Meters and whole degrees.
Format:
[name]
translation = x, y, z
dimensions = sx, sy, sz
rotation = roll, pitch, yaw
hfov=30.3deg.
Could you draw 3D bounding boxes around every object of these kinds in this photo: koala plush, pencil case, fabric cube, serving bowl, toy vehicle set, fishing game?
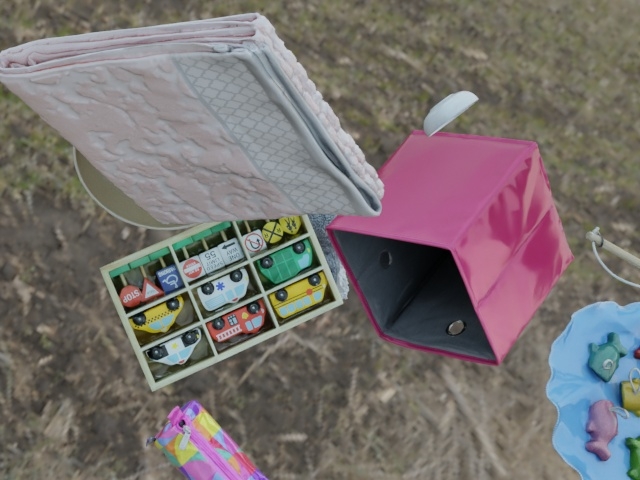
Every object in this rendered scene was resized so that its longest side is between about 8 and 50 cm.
[koala plush]
translation = 0.000, 0.000, 2.398
dimensions = 0.196, 0.221, 0.203
rotation = 25, 31, 31
[pencil case]
translation = -0.152, 0.349, 1.791
dimensions = 0.236, 0.104, 0.104
rotation = 45, 32, -2
[fabric cube]
translation = 0.214, 0.007, 1.901
dimensions = 0.258, 0.254, 0.259
rotation = -49, 129, -31
[serving bowl]
translation = 0.166, -0.170, 1.545
dimensions = 0.027, 0.083, 0.083
rotation = 54, 33, 2
[toy vehicle set]
translation = -0.123, 0.057, 1.486
dimensions = 0.166, 0.266, 0.035
rotation = 67, -10, -5
[fishing game]
translation = 0.252, 0.133, 0.903
dimensions = 0.189, 0.041, 0.264
rotation = 31, 59, -21

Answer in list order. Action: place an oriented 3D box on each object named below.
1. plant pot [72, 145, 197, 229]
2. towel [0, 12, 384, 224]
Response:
[plant pot]
translation = -0.267, -0.188, 2.018
dimensions = 0.284, 0.284, 0.191
rotation = 26, 29, -18
[towel]
translation = -0.129, -0.110, 1.258
dimensions = 0.332, 0.316, 0.053
rotation = 49, 47, -51
